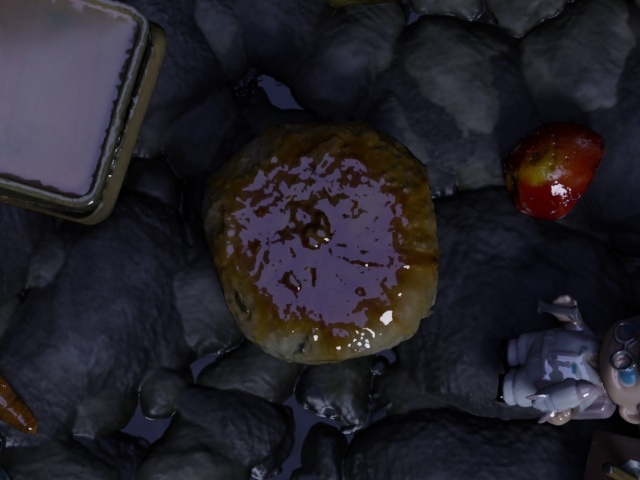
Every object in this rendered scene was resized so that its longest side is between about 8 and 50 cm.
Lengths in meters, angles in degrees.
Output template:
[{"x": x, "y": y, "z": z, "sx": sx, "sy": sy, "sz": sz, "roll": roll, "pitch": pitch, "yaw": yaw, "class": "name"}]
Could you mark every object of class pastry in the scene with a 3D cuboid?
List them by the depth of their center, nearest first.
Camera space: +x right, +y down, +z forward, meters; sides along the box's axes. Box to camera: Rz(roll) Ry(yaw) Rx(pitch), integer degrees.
[{"x": 0.000, "y": 0.000, "z": 1.215, "sx": 0.182, "sy": 0.093, "sz": 0.192, "roll": -7, "pitch": 88, "yaw": -1, "class": "pastry"}]

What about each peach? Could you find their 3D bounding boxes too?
[{"x": 0.193, "y": -0.058, "z": 1.254, "sx": 0.083, "sy": 0.050, "sz": 0.077, "roll": -17, "pitch": 89, "yaw": -8, "class": "peach"}]

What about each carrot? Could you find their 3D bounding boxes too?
[{"x": -0.280, "y": 0.092, "z": 1.223, "sx": 0.165, "sy": 0.035, "sz": 0.035, "roll": 44, "pitch": 85, "yaw": -2, "class": "carrot"}]

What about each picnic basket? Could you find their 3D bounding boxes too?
[{"x": -0.260, "y": -0.120, "z": 1.182, "sx": 0.266, "sy": 0.139, "sz": 0.165, "roll": 16, "pitch": 86, "yaw": -2, "class": "picnic basket"}]

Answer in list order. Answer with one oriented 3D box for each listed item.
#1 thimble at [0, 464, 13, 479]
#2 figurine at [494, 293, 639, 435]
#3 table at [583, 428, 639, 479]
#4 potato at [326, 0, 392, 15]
[{"x": -0.319, "y": 0.238, "z": 1.154, "sx": 0.237, "sy": 0.150, "sz": 0.237, "roll": 0, "pitch": 86, "yaw": -5, "class": "thimble"}, {"x": 0.249, "y": 0.100, "z": 1.200, "sx": 0.229, "sy": 0.112, "sz": 0.137, "roll": -5, "pitch": 54, "yaw": 23, "class": "figurine"}, {"x": 0.307, "y": 0.226, "z": 1.169, "sx": 0.240, "sy": 0.111, "sz": 0.122, "roll": 11, "pitch": 86, "yaw": 21, "class": "table"}, {"x": 0.061, "y": -0.293, "z": 1.230, "sx": 0.149, "sy": 0.113, "sz": 0.251, "roll": 24, "pitch": 94, "yaw": -9, "class": "potato"}]
